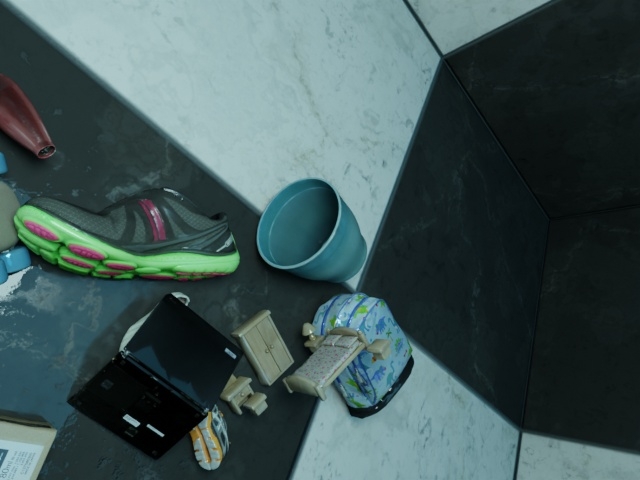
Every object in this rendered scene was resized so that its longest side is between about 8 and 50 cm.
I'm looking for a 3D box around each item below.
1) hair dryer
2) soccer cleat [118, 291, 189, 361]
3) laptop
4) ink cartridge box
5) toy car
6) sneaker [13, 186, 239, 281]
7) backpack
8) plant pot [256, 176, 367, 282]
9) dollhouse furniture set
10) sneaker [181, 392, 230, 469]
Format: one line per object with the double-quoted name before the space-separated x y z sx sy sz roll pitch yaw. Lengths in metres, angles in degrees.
"hair dryer" -0.641 -0.230 0.775 0.293 0.080 0.224 20 52 -26
"soccer cleat" -0.375 0.194 0.964 0.068 0.076 0.196 51 54 -23
"laptop" -0.348 0.298 0.937 0.264 0.136 0.234 -43 108 8
"ink cartridge box" -0.600 0.416 0.714 0.193 0.088 0.235 30 64 -36
"toy car" -0.660 -0.028 0.709 0.237 0.210 0.219 -9 103 -15
"sneaker" -0.393 -0.023 0.934 0.482 0.185 0.202 13 65 -53
"backpack" 0.129 0.322 1.309 0.290 0.273 0.356 -40 97 -32
"plant pot" 0.000 0.000 1.233 0.255 0.271 0.272 39 58 -49
"dollhouse furniture set" -0.064 0.281 1.043 0.303 0.355 0.174 -37 106 -39
"sneaker" -0.274 0.428 1.024 0.083 0.084 0.215 -1 76 -71
